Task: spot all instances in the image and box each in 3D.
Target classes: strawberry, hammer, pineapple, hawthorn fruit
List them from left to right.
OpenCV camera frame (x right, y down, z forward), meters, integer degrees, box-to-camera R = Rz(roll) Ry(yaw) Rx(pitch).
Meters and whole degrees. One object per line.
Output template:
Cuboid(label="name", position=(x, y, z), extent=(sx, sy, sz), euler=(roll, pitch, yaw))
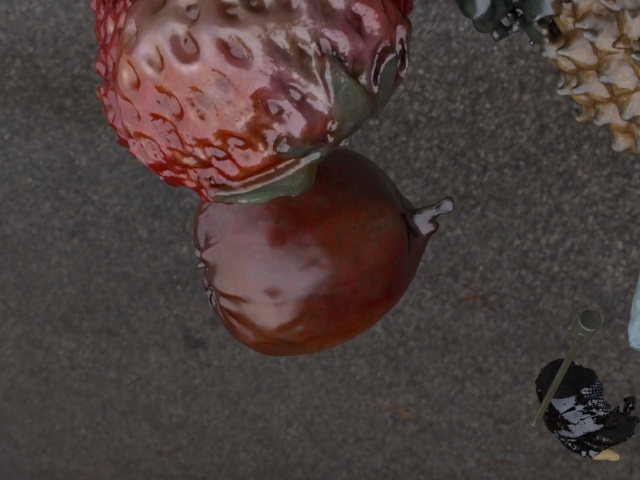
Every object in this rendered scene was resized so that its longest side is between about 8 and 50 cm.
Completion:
Cuboid(label="strawberry", position=(-0.085, -0.189, 0.832), extent=(0.336, 0.265, 0.149), euler=(45, 177, 33))
Cuboid(label="hawthorn fruit", position=(-0.022, 0.005, 1.445), extent=(0.308, 0.325, 0.308), euler=(36, 139, 39))
Cuboid(label="hammer", position=(0.205, 0.111, 0.889), extent=(0.019, 0.110, 0.035), euler=(27, 161, 12))
Cuboid(label="pineapple", position=(0.220, -0.185, 0.788), extent=(0.357, 0.223, 0.223), euler=(27, 145, 11))

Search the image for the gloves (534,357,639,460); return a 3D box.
Cuboid(label="gloves", position=(0.377, 0.259, 1.486), extent=(0.129, 0.106, 0.180), euler=(-12, 119, 43))

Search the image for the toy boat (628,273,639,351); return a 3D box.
Cuboid(label="toy boat", position=(0.219, -0.071, 0.537), extent=(0.096, 0.282, 0.206), euler=(6, -174, -42))
